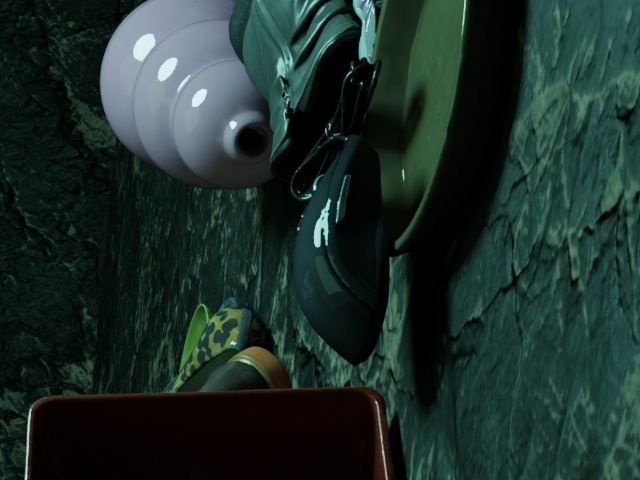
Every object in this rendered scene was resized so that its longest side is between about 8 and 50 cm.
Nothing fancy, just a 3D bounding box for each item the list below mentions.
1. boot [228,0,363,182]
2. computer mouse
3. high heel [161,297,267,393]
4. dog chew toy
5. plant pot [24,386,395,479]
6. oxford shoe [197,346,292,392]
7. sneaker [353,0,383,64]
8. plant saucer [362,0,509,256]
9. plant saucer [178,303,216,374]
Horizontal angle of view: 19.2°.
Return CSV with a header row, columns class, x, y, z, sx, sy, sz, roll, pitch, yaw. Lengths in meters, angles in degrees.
class,x,y,z,sx,sy,sz,roll,pitch,yaw
boot,0.012,-0.235,1.692,0.223,0.118,0.338,-110,25,-50
computer mouse,0.000,0.000,1.447,0.184,0.060,0.262,113,161,-50
high heel,-0.126,0.190,2.011,0.186,0.093,0.261,-132,60,-83
dog chew toy,-0.112,-0.145,1.975,0.332,0.206,0.207,-133,52,-64
plant pot,-0.078,0.287,1.397,0.267,0.267,0.236,-96,5,-50
oxford shoe,-0.101,0.227,1.772,0.097,0.098,0.271,28,125,32
sneaker,0.055,-0.194,1.576,0.069,0.038,0.098,125,142,-62
plant saucer,0.082,-0.123,1.380,0.278,0.041,0.278,-172,90,-78
plant saucer,-0.139,0.196,2.229,0.241,0.037,0.241,-172,90,-78
